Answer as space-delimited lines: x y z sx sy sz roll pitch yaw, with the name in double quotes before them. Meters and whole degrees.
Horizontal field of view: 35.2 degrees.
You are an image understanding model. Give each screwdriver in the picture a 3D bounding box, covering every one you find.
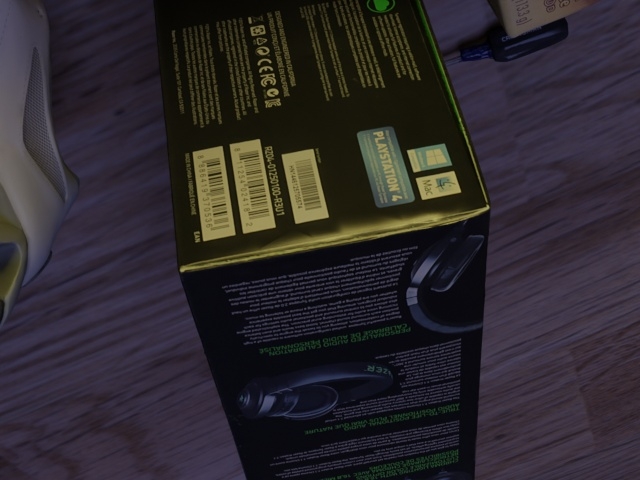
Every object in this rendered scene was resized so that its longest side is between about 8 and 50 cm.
"screwdriver" 0.078 -0.117 0.658 0.170 0.024 0.025 -14 111 4

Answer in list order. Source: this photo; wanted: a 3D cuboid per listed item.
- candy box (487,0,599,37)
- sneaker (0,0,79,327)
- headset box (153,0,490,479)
"candy box" 0.130 -0.260 0.455 0.183 0.087 0.316 -23 140 5
"sneaker" -0.208 -0.123 0.474 0.123 0.146 0.330 -3 121 19
"headset box" 0.000 0.000 0.572 0.131 0.246 0.283 -10 139 -2
